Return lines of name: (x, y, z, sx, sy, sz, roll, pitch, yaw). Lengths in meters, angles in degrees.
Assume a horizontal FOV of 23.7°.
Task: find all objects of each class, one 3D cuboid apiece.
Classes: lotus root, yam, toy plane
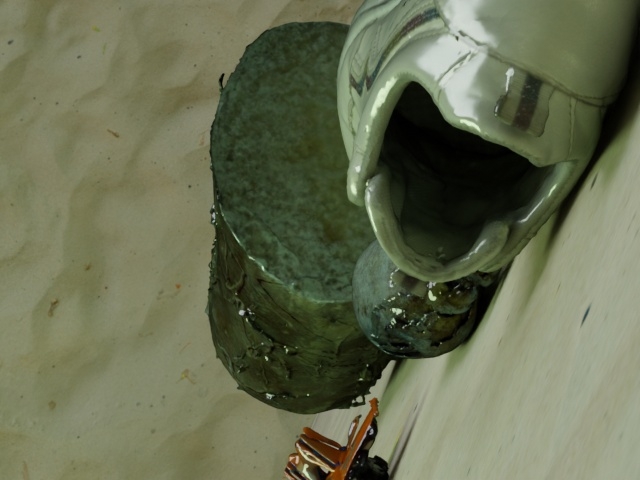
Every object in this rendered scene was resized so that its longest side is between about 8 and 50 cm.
lotus root: (0.064, 0.031, 0.959, 0.088, 0.088, 0.165, -67, 9, -12)
yam: (0.000, 0.000, 1.348, 0.348, 0.241, 0.241, 103, -171, -61)
toy plane: (0.015, 0.181, 1.034, 0.188, 0.062, 0.135, -119, 51, -73)

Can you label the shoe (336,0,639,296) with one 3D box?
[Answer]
shoe: (0.067, -0.062, 0.818, 0.211, 0.132, 0.342, -66, 6, -27)
